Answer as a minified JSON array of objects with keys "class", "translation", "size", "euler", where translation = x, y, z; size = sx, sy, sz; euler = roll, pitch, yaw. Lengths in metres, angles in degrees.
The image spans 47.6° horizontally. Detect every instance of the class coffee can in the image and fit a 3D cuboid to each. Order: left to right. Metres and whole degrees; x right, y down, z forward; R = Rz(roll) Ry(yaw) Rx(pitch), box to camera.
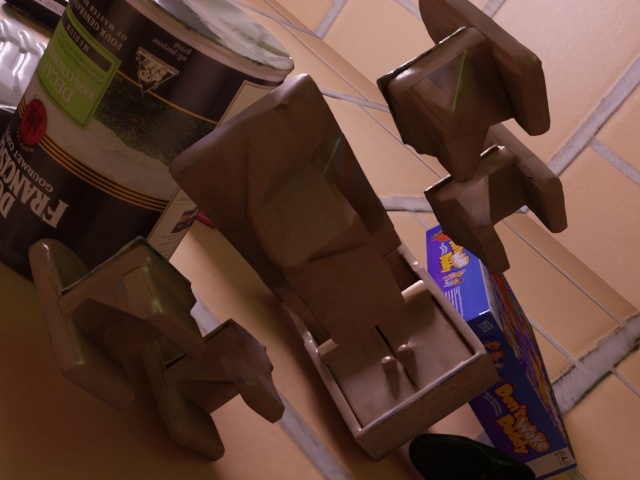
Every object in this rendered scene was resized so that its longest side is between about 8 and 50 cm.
[{"class":"coffee can","translation":[-0.181,-0.108,0.695],"size":[0.201,0.275,0.201],"euler":[31,21,-13]}]

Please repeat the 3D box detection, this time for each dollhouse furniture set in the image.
[{"class":"dollhouse furniture set","translation":[0.000,0.000,0.672],"size":[0.256,0.362,0.394],"euler":[57,1,40]}]

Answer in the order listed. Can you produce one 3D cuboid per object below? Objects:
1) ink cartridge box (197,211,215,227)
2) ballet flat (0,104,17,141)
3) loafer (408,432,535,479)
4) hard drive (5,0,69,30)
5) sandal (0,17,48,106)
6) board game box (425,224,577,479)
[{"class":"ink cartridge box","translation":[-0.116,-0.122,0.963],"size":[0.072,0.175,0.127],"euler":[32,22,-10]},{"class":"ballet flat","translation":[-0.348,-0.113,0.764],"size":[0.068,0.072,0.213],"euler":[16,9,29]},{"class":"loafer","translation":[0.157,0.245,0.797],"size":[0.170,0.062,0.061],"euler":[28,0,-28]},{"class":"hard drive","translation":[-0.404,-0.423,1.303],"size":[0.237,0.064,0.339],"euler":[28,23,-21]},{"class":"sandal","translation":[-0.443,-0.217,0.786],"size":[0.416,0.102,0.169],"euler":[33,33,-44]},{"class":"board game box","translation":[0.233,0.126,0.994],"size":[0.233,0.078,0.347],"euler":[58,17,-15]}]
